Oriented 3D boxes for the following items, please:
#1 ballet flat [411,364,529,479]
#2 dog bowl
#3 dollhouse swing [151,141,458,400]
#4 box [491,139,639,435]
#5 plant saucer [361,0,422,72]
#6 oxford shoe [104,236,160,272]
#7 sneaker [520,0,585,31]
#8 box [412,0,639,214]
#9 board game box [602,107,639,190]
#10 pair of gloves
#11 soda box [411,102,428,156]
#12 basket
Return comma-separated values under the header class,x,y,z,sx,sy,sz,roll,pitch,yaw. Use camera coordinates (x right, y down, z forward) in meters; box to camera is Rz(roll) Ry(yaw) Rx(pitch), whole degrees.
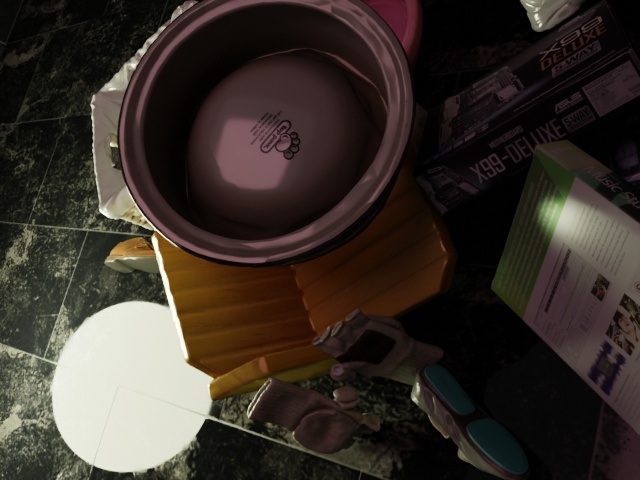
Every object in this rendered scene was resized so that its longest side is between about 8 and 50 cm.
class,x,y,z,sx,sy,sz,roll,pitch,yaw
ballet flat,0.196,0.255,0.980,0.213,0.072,0.068,49,132,44
dog bowl,-0.064,-0.147,1.019,0.408,0.150,0.408,-3,74,12
dollhouse swing,-0.036,0.006,1.081,0.305,0.315,0.347,-44,59,52
box,0.342,0.060,0.848,0.322,0.058,0.232,50,144,42
plant saucer,0.056,-0.338,1.355,0.332,0.084,0.332,-19,58,34
oxford shoe,-0.393,0.026,1.597,0.212,0.076,0.076,2,61,41
sneaker,0.372,-0.399,1.028,0.232,0.115,0.090,-31,19,37
box,0.283,-0.187,1.008,0.307,0.076,0.242,-30,20,29
board game box,0.484,-0.163,0.921,0.243,0.042,0.165,-17,61,36
pair of gloves,0.039,0.209,1.033,0.240,0.204,0.042,-47,33,15
soda box,0.065,-0.140,1.248,0.286,0.091,0.098,-13,64,38
basket,-0.240,-0.214,1.432,0.331,0.266,0.328,-36,51,25
